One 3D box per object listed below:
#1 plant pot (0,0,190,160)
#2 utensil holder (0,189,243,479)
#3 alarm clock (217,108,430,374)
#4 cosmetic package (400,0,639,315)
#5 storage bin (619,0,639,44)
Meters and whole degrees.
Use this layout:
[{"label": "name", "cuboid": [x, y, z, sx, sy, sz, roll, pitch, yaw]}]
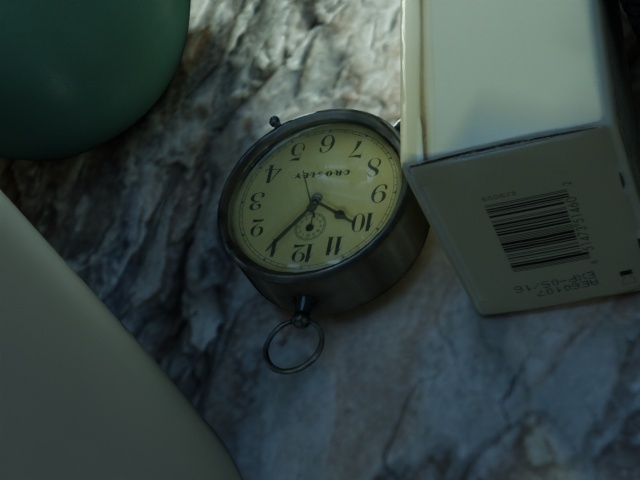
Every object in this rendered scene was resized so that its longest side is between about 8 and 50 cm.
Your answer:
[{"label": "plant pot", "cuboid": [-0.230, -0.198, 0.897, 0.293, 0.235, 0.293, -13, 52, 17]}, {"label": "utensil holder", "cuboid": [-0.243, 0.111, 0.581, 0.327, 0.385, 0.328, -12, 53, 16]}, {"label": "alarm clock", "cuboid": [0.000, 0.000, 0.760, 0.129, 0.064, 0.192, -1, 54, 24]}, {"label": "cosmetic package", "cuboid": [0.122, -0.129, 0.736, 0.113, 0.160, 0.310, -12, 51, 18]}, {"label": "storage bin", "cuboid": [0.232, -0.170, 0.693, 0.122, 0.084, 0.180, -22, 19, 23]}]
